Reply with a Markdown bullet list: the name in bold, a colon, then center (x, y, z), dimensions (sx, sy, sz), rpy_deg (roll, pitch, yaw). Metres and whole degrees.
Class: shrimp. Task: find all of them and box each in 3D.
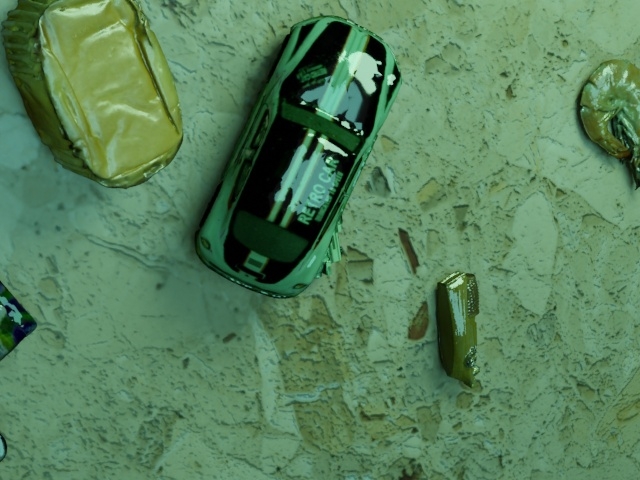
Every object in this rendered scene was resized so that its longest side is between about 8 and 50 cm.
- **shrimp**: center (0.385, -0.143, 1.213), dimensions (0.099, 0.041, 0.180), rpy_deg (-29, 111, -15)

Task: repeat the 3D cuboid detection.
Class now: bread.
- **bread**: center (-0.217, -0.151, 0.910), dimensions (0.132, 0.114, 0.191), rpy_deg (-29, 120, -26)

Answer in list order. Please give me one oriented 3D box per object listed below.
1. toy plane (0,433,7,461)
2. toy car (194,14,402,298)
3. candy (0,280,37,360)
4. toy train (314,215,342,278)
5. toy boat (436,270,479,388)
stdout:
- **toy plane**: center (-0.449, 0.135, 0.866), dimensions (0.204, 0.103, 0.316), rpy_deg (-32, 111, -14)
- **toy car**: center (-0.017, -0.088, 0.983), dimensions (0.136, 0.125, 0.306), rpy_deg (25, 91, -8)
- **candy**: center (-0.396, -0.004, 0.885), dimensions (0.088, 0.061, 0.312), rpy_deg (-41, 114, -13)
- **toy train**: center (0.000, 0.000, 1.076), dimensions (0.053, 0.033, 0.083), rpy_deg (-16, 107, -24)
- **toy boat**: center (0.174, 0.111, 1.166), dimensions (0.048, 0.047, 0.149), rpy_deg (-11, 104, -22)
